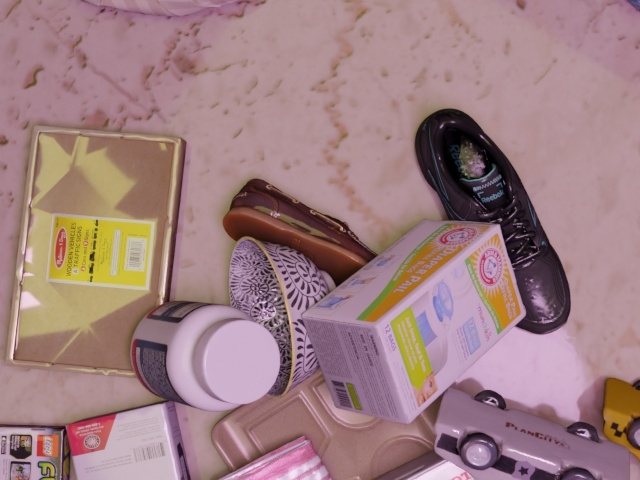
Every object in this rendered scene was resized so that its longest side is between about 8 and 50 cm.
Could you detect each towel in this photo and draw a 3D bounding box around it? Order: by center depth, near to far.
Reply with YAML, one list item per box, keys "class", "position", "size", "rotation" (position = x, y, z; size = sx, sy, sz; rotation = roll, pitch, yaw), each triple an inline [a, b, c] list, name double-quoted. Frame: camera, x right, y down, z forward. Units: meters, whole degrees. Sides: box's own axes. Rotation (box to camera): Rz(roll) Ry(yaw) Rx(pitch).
- class: "towel"
  position: [-0.033, 0.319, 1.255]
  size: [0.144, 0.029, 0.197]
  rotation: [-26, 88, -13]

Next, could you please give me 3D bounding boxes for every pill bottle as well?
- class: "pill bottle"
  position: [-0.115, 0.117, 1.232]
  size: [0.108, 0.180, 0.107]
  rotation: [0, 90, -27]

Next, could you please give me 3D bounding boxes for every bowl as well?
- class: "bowl"
  position: [-0.029, 0.073, 1.259]
  size: [0.080, 0.170, 0.170]
  rotation: [-10, 85, -24]

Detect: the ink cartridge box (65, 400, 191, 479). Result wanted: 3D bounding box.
- class: "ink cartridge box"
  position: [-0.197, 0.256, 1.299]
  size: [0.109, 0.063, 0.150]
  rotation: [-13, 86, 2]

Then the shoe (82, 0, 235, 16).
- class: "shoe"
  position: [-0.172, -0.288, 1.345]
  size: [0.219, 0.058, 0.076]
  rotation: [0, 66, -1]

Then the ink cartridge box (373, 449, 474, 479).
- class: "ink cartridge box"
  position: [0.133, 0.321, 1.237]
  size: [0.148, 0.086, 0.203]
  rotation: [-27, 91, 2]

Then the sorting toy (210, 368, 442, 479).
- class: "sorting toy"
  position: [0.057, 0.266, 1.302]
  size: [0.229, 0.041, 0.307]
  rotation: [-34, 91, 3]

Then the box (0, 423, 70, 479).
- class: "box"
  position: [-0.331, 0.304, 1.317]
  size: [0.114, 0.036, 0.206]
  rotation: [1, 86, 3]

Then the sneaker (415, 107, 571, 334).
- class: "sneaker"
  position: [0.178, -0.019, 1.279]
  size: [0.101, 0.106, 0.267]
  rotation: [-31, 86, -1]

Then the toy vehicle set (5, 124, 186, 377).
- class: "toy vehicle set"
  position: [-0.244, 0.013, 1.333]
  size: [0.166, 0.035, 0.266]
  rotation: [6, 86, 3]

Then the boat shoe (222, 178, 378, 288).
- class: "boat shoe"
  position: [0.000, 0.000, 1.304]
  size: [0.207, 0.073, 0.073]
  rotation: [31, 48, -1]

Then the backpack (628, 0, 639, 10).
- class: "backpack"
  position: [0.357, -0.304, 1.299]
  size: [0.105, 0.084, 0.114]
  rotation: [-37, 88, 2]

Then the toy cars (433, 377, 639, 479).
- class: "toy cars"
  position: [0.282, 0.216, 1.207]
  size: [0.394, 0.176, 0.087]
  rotation: [1, 116, -29]

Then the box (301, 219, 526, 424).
- class: "box"
  position: [0.097, 0.074, 1.214]
  size: [0.203, 0.103, 0.114]
  rotation: [-36, 117, -36]
